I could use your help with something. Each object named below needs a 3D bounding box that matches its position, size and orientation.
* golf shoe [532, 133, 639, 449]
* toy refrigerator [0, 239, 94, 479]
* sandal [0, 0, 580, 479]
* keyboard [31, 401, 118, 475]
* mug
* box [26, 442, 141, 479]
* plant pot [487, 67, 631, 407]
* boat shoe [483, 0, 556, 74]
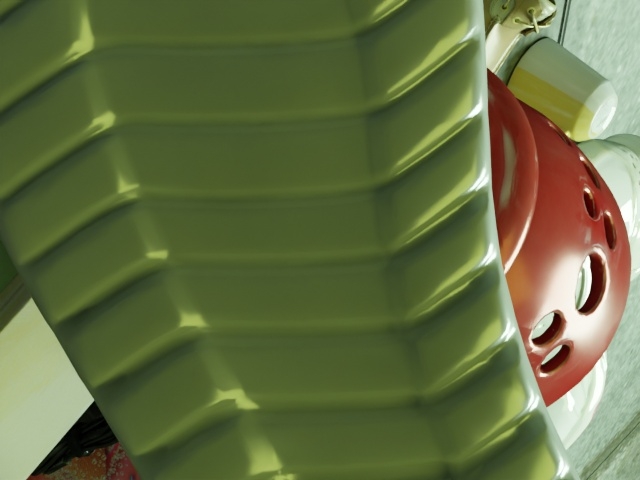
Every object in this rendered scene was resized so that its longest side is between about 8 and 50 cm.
[{"bbox_3d":[0.173,0.055,1.132,0.140,0.115,0.306,0,113,-47],"label":"golf shoe"},{"bbox_3d":[-0.087,-0.040,0.565,0.269,0.102,0.094,-49,152,-4],"label":"toy refrigerator"},{"bbox_3d":[-0.015,0.004,0.487,0.169,0.102,0.416,-17,100,-3],"label":"sandal"},{"bbox_3d":[-0.092,0.056,0.631,0.180,0.023,0.108,-30,-155,43],"label":"keyboard"},{"bbox_3d":[0.170,-0.094,0.996,0.062,0.064,0.078,-1,120,-59],"label":"mug"},{"bbox_3d":[-0.112,0.210,0.761,0.300,0.154,0.142,-59,154,1],"label":"box"},{"bbox_3d":[0.058,-0.002,0.775,0.191,0.191,0.174,-57,150,-1],"label":"plant pot"},{"bbox_3d":[0.127,-0.154,0.882,0.050,0.045,0.135,-3,121,-58],"label":"boat shoe"}]
